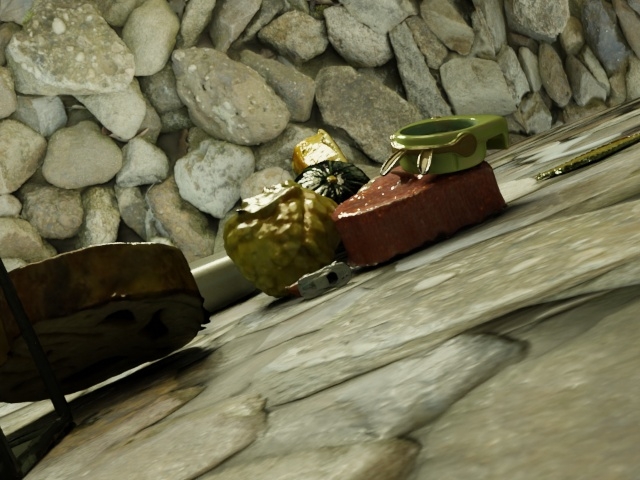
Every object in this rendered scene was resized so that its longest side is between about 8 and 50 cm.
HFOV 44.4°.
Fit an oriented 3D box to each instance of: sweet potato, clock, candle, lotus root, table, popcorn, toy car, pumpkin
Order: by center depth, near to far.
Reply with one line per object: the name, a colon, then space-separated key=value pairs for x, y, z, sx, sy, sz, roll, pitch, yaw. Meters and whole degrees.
table: x=-0.522 y=0.188 z=0.921 sx=0.335 sy=0.272 sz=0.222 roll=-23 pitch=3 yaw=0
lotus root: x=-0.347 y=0.135 z=1.213 sx=0.390 sy=0.111 sz=0.375 roll=-34 pitch=-28 yaw=25
toy car: x=0.008 y=0.064 z=1.282 sx=0.093 sy=0.041 sz=0.025 roll=-24 pitch=6 yaw=11
sweet potato: x=-0.012 y=0.075 z=1.319 sx=0.095 sy=0.034 sz=0.034 roll=-16 pitch=2 yaw=-7
clock: x=0.198 y=-0.157 z=1.325 sx=0.170 sy=0.069 sz=0.232 roll=6 pitch=24 yaw=41
candle: x=0.180 y=-0.077 z=1.389 sx=0.287 sy=0.131 sz=0.317 roll=-8 pitch=20 yaw=43
popcorn: x=-0.073 y=-0.018 z=1.470 sx=0.233 sy=0.192 sz=0.266 roll=-32 pitch=39 yaw=21
pumpkin: x=0.031 y=-0.096 z=1.905 sx=0.220 sy=0.220 sz=0.162 roll=-24 pitch=-36 yaw=-15

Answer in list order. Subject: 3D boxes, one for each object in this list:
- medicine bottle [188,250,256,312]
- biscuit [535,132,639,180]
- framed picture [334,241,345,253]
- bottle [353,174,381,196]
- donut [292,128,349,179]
medicine bottle: x=-0.287 y=0.109 z=1.918 sx=0.282 sy=0.123 sz=0.375 roll=-23 pitch=3 yaw=-10
biscuit: x=0.545 y=-0.171 z=1.563 sx=0.203 sy=0.016 sz=0.144 roll=-24 pitch=3 yaw=-21
framed picture: x=0.000 y=0.000 z=1.768 sx=0.255 sy=0.014 sz=0.339 roll=3 pitch=-11 yaw=-29
bottle: x=0.149 y=-0.105 z=1.801 sx=0.110 sy=0.097 sz=0.209 roll=-12 pitch=7 yaw=34
donut: x=0.030 y=-0.136 z=2.160 sx=0.160 sy=0.330 sz=0.330 roll=-30 pitch=3 yaw=0
